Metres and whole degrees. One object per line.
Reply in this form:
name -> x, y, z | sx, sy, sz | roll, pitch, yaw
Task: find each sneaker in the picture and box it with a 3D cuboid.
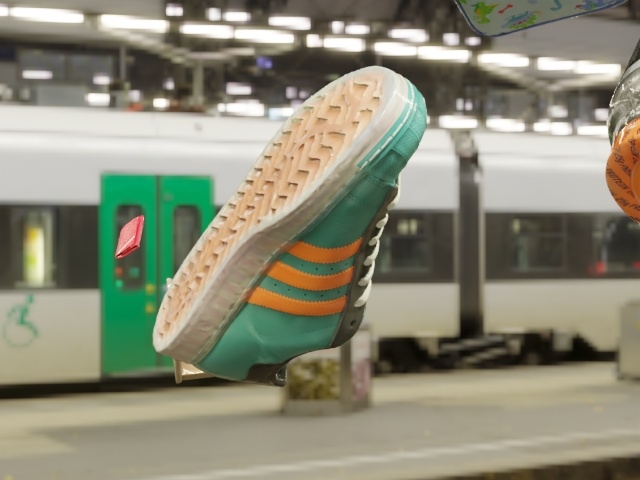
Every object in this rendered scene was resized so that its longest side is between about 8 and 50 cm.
sneaker -> 0.000, 0.000, 0.995 | 0.121, 0.108, 0.302 | 25, -49, -22

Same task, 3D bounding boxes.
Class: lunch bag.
lunch bag -> 0.272, -0.338, 1.728 | 0.218, 0.090, 0.176 | -12, -26, 22

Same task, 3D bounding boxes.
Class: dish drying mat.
dish drying mat -> -0.219, -0.004, 1.592 | 0.032, 0.008, 0.083 | -33, 22, 12

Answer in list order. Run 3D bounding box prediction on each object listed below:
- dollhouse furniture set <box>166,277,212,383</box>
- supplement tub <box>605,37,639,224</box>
dollhouse furniture set -> -0.132, 0.092, 1.894 | 0.151, 0.144, 0.123 | -6, -43, -9
supplement tub -> 0.429, -0.171, 1.456 | 0.207, 0.338, 0.207 | 22, -33, 15
